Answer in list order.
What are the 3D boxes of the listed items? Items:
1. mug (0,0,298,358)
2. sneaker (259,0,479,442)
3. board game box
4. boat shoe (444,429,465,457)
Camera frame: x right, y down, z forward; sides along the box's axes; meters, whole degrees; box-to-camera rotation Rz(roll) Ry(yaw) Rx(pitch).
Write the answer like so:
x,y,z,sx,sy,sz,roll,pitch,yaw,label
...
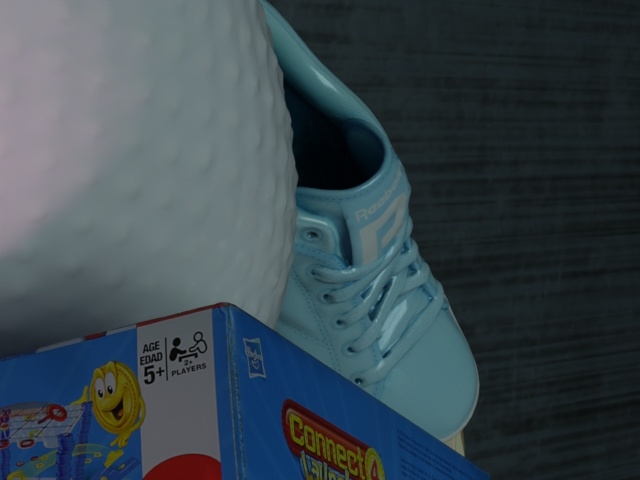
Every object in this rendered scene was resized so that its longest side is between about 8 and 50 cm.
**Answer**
x,y,z,sx,sy,sz,roll,pitch,yaw,label
-0.194,-0.034,0.837,0.374,0.276,0.328,-30,130,-7,mug
0.000,0.000,1.061,0.366,0.150,0.135,49,66,-27,sneaker
-0.106,0.143,0.830,0.308,0.302,0.086,40,41,-59,board game box
0.059,0.109,1.219,0.059,0.063,0.170,-26,113,-47,boat shoe
